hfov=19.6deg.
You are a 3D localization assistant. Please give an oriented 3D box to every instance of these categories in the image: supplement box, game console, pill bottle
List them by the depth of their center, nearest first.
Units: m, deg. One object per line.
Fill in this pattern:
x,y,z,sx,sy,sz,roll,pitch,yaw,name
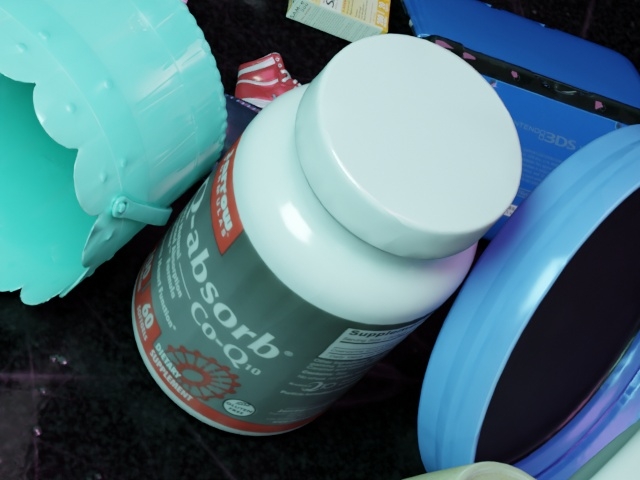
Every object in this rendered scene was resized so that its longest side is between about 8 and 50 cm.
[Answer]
0.000,0.000,1.498,0.210,0.363,0.210,13,57,-21,pill bottle
0.019,-0.239,1.852,0.098,0.036,0.062,19,55,-18,supplement box
0.197,-0.116,1.884,0.293,0.173,0.250,17,87,-18,game console

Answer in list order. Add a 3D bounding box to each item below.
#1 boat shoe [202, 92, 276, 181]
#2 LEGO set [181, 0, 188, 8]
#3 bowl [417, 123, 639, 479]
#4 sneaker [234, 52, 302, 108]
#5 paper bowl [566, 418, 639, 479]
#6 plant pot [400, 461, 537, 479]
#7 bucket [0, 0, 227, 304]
-0.019,-0.068,1.686,0.258,0.089,0.109,27,74,-10,boat shoe
-0.206,-0.282,1.720,0.227,0.093,0.087,25,54,-13,LEGO set
0.229,0.076,1.585,0.077,0.391,0.391,34,46,31,bowl
-0.025,-0.140,1.768,0.118,0.042,0.067,9,62,-21,sneaker
0.262,0.248,1.514,0.148,0.284,0.284,47,52,7,paper bowl
0.068,0.285,1.398,0.256,0.274,0.256,24,43,-24,plant pot
-0.222,-0.106,1.504,0.183,0.281,0.281,-36,83,-35,bucket
